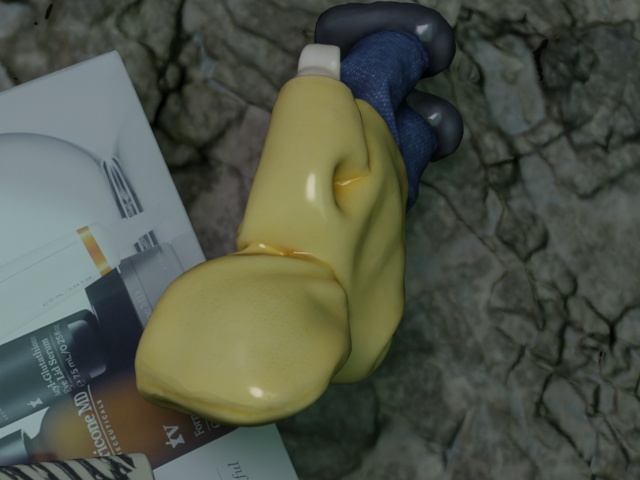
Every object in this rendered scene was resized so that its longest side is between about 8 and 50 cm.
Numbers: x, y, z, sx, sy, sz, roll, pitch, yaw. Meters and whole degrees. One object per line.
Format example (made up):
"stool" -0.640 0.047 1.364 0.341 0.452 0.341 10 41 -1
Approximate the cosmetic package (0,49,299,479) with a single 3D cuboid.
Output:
"cosmetic package" -0.161 0.132 0.804 0.284 0.097 0.377 -24 93 -21

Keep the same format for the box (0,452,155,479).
"box" -0.190 0.154 0.634 0.275 0.094 0.113 -1 69 -42

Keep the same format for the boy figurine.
"boy figurine" 0.000 0.000 0.816 0.285 0.092 0.177 -62 151 -46
